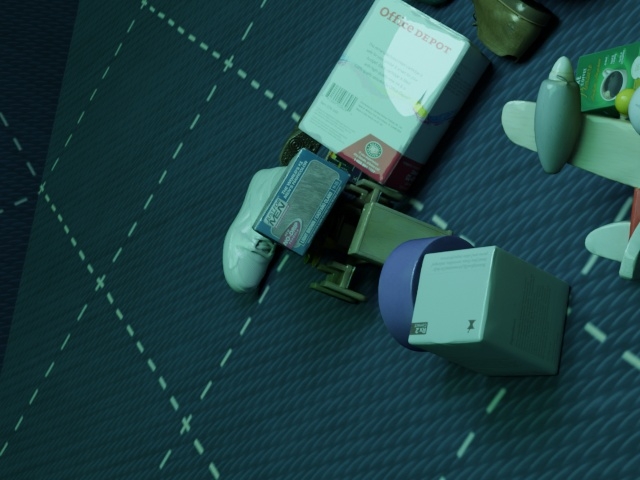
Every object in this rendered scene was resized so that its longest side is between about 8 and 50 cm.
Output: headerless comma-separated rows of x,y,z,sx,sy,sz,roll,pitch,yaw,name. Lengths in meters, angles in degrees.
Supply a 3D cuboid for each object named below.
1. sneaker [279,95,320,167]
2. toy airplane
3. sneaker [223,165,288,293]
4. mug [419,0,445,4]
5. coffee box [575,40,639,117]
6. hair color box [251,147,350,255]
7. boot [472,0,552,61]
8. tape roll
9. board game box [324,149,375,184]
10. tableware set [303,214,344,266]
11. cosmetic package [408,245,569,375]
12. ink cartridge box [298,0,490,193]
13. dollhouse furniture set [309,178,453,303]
-0.026,-0.241,2.376,0.188,0.066,0.071,-52,20,8,sneaker
0.471,-0.127,1.465,0.386,0.272,0.384,-30,66,21,toy airplane
-0.106,-0.033,2.298,0.169,0.108,0.292,-11,59,52,sneaker
0.223,-0.545,2.198,0.158,0.097,0.129,24,89,56,mug
0.488,-0.257,1.728,0.184,0.040,0.113,-9,62,49,coffee box
-0.044,-0.070,2.069,0.174,0.105,0.347,-60,4,-1,hair color box
0.309,-0.437,2.025,0.115,0.112,0.305,-64,33,25,boot
0.189,0.088,1.772,0.080,0.189,0.189,-9,63,50,tape roll
0.087,-0.198,2.202,0.141,0.048,0.170,28,92,56,board game box
0.000,0.000,2.066,0.154,0.024,0.104,169,122,-74,tableware set
0.261,0.113,1.669,0.151,0.184,0.151,-9,62,49,cosmetic package
0.139,-0.276,2.047,0.226,0.131,0.306,38,99,27,ink cartridge box
0.114,0.014,2.000,0.242,0.161,0.212,167,124,-74,dollhouse furniture set
